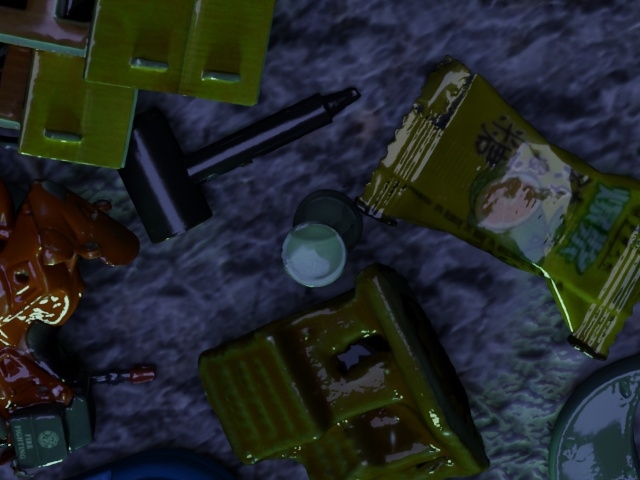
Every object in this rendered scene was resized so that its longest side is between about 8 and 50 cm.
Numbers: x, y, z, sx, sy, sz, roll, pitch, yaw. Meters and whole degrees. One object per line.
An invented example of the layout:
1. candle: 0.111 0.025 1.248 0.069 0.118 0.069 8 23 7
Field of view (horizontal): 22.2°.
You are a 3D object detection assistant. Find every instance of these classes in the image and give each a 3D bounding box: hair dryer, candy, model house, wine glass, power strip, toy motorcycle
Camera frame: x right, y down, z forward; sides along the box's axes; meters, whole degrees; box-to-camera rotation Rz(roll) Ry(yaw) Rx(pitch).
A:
1. hair dryer: -0.084 -0.109 1.633 0.255 0.070 0.128 -27 97 2
2. candy: 0.200 -0.031 1.608 0.297 0.081 0.187 30 100 -2
3. model house: -0.213 -0.186 1.470 0.323 0.340 0.300 11 99 6
4. wine glass: 0.000 0.000 1.592 0.073 0.155 0.073 1 104 6
5. power strip: 0.325 0.249 1.669 0.167 0.054 0.253 -22 98 11
6. model house: 0.016 0.164 1.612 0.239 0.173 0.268 -23 100 9
7. toy motorcycle: -0.282 0.072 1.620 0.221 0.148 0.326 -6 113 0

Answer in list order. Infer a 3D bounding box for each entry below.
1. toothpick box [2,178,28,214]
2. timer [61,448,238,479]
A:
1. toothpick box: -0.345 -0.045 1.661 0.083 0.052 0.052 26 102 -2
2. timer: -0.204 0.393 1.701 0.340 0.115 0.309 -21 97 13
